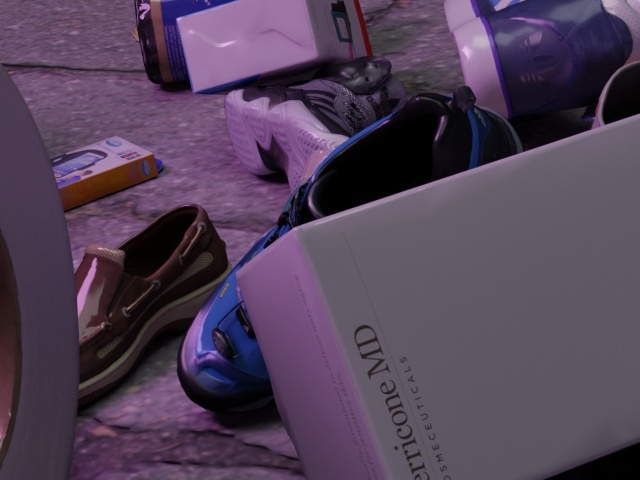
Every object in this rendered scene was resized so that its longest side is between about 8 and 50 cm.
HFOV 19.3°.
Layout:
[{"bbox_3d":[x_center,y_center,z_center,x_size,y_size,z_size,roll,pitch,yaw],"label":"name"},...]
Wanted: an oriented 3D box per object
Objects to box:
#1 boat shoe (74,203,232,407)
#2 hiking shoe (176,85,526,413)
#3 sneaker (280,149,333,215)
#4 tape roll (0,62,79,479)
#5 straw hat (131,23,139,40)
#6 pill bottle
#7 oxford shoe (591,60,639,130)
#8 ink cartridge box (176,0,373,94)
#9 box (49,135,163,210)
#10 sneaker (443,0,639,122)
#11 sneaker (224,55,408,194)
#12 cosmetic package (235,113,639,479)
[{"bbox_3d":[-0.172,0.046,1.465,0.095,0.095,0.257,8,30,35],"label":"boat shoe"},{"bbox_3d":[0.000,0.000,1.316,0.304,0.132,0.113,-43,62,10],"label":"hiking shoe"},{"bbox_3d":[0.107,0.032,1.405,0.302,0.108,0.121,17,76,21],"label":"sneaker"},{"bbox_3d":[-0.248,0.061,1.101,0.072,0.392,0.392,-2,25,17],"label":"tape roll"},{"bbox_3d":[-0.165,-0.286,2.245,0.144,0.061,0.144,-9,24,4],"label":"straw hat"},{"bbox_3d":[-0.085,-0.241,2.037,0.219,0.123,0.123,-7,24,1],"label":"pill bottle"},{"bbox_3d":[0.357,-0.042,1.428,0.169,0.130,0.449,-20,27,-27],"label":"oxford shoe"},{"bbox_3d":[-0.035,-0.195,1.858,0.134,0.078,0.231,-14,0,17],"label":"ink cartridge box"},{"bbox_3d":[-0.222,-0.066,1.819,0.136,0.028,0.081,-24,28,-26],"label":"box"},{"bbox_3d":[0.242,-0.191,1.733,0.236,0.130,0.323,-15,9,6],"label":"sneaker"},{"bbox_3d":[0.023,-0.103,1.714,0.153,0.101,0.268,-21,24,-19],"label":"sneaker"},{"bbox_3d":[0.155,0.041,1.189,0.365,0.197,0.155,-20,-6,-21],"label":"cosmetic package"}]
